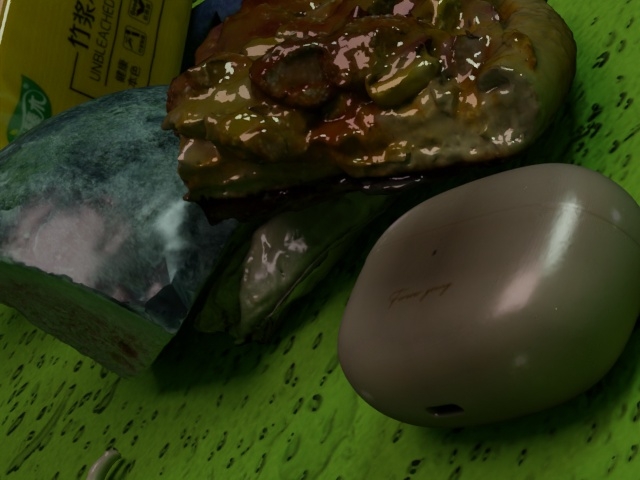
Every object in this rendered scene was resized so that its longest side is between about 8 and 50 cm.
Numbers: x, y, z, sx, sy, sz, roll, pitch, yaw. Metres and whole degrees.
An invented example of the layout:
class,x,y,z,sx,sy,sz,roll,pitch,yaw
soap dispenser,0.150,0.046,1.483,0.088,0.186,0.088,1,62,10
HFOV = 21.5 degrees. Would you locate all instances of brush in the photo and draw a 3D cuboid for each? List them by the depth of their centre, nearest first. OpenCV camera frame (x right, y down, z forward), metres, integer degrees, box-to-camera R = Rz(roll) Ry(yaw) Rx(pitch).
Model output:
class,x,y,z,sx,sy,sz,roll,pitch,yaw
brush,0.101,-0.019,1.063,0.013,0.016,0.084,-55,20,24

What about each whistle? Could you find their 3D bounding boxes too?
class,x,y,z,sx,sy,sz,roll,pitch,yaw
whistle,-0.124,-0.194,1.650,0.304,0.062,0.062,-24,36,47

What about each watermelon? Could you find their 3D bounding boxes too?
class,x,y,z,sx,sy,sz,roll,pitch,yaw
watermelon,-0.129,0.012,1.275,0.319,0.214,0.289,-18,32,-16

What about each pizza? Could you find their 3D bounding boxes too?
class,x,y,z,sx,sy,sz,roll,pitch,yaw
pizza,0.018,-0.114,1.137,0.277,0.114,0.409,-22,20,-11

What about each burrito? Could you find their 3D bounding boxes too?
class,x,y,z,sx,sy,sz,roll,pitch,yaw
burrito,-0.001,-0.002,1.173,0.229,0.058,0.063,-40,54,14

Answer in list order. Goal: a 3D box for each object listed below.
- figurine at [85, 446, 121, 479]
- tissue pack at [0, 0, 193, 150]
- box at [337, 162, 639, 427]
class,x,y,z,sx,sy,sz,roll,pitch,yaw
figurine,-0.187,0.196,1.243,0.109,0.047,0.064,-51,-6,-15
tissue pack,-0.280,-0.170,1.594,0.293,0.228,0.382,-18,57,48
box,0.092,0.031,0.920,0.200,0.088,0.146,-15,44,52
